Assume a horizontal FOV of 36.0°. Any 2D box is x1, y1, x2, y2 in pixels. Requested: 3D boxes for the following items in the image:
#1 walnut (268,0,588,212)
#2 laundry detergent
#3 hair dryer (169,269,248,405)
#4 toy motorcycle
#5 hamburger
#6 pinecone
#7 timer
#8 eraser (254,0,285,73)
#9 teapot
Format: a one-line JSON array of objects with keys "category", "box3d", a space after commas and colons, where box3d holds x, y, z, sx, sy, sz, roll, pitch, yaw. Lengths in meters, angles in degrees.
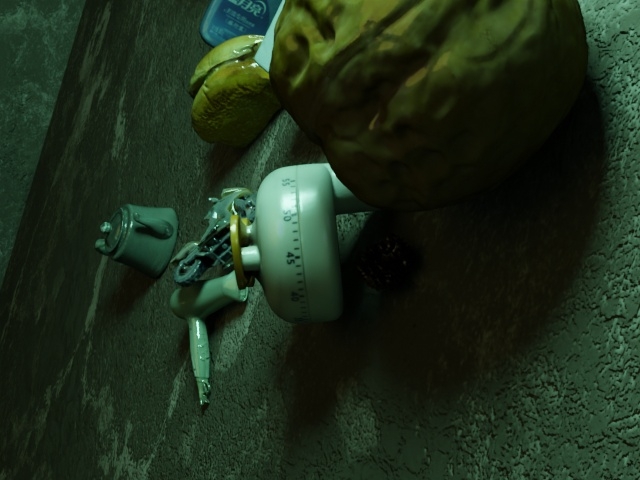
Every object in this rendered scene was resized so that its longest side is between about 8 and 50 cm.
[{"category": "walnut", "box3d": [0.125, -0.221, 1.160, 0.354, 0.308, 0.398, 53, 138, 3]}, {"category": "laundry detergent", "box3d": [-0.120, -0.493, 1.896, 0.290, 0.143, 0.094, -62, 9, 20]}, {"category": "hair dryer", "box3d": [-0.200, 0.180, 1.800, 0.206, 0.075, 0.237, -17, 69, 49]}, {"category": "toy motorcycle", "box3d": [-0.185, -0.013, 1.806, 0.229, 0.094, 0.130, -43, 36, 8]}, {"category": "hamburger", "box3d": [-0.163, -0.296, 1.862, 0.283, 0.156, 0.144, -42, 41, 47]}, {"category": "pinecone", "box3d": [0.090, 0.030, 1.342, 0.083, 0.077, 0.077, -57, 29, -4]}, {"category": "timer", "box3d": [0.000, 0.000, 1.419, 0.233, 0.240, 0.234, -6, -90, -89]}, {"category": "eraser", "box3d": [0.035, -0.363, 1.546, 0.189, 0.104, 0.290, 34, 113, 13]}, {"category": "teapot", "box3d": [-0.418, -0.007, 2.166, 0.239, 0.149, 0.163, -27, 54, 52]}]
